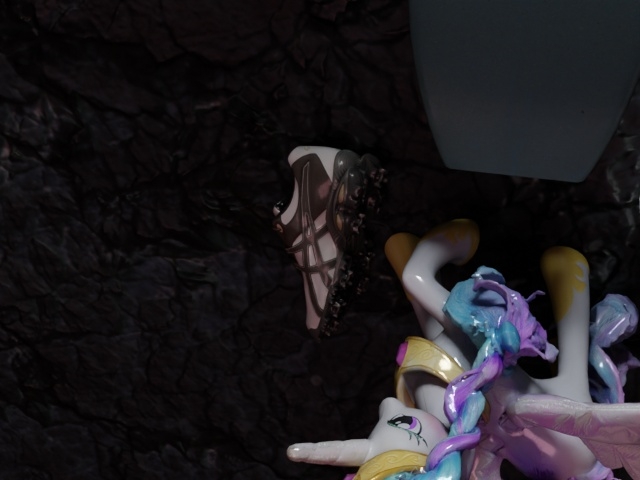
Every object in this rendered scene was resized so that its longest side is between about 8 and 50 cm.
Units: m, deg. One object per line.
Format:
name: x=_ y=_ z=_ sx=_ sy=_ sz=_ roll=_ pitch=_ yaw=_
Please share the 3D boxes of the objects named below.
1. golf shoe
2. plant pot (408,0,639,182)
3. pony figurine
golf shoe: x=0.000 y=0.000 z=0.858 sx=0.094 sy=0.077 sz=0.198 roll=22 pitch=122 yaw=20
plant pot: x=0.150 y=-0.167 z=0.649 sx=0.166 sy=0.165 sz=0.234 roll=7 pitch=129 yaw=13
pony figurine: x=0.164 y=0.150 z=0.715 sx=0.351 sy=0.363 sz=0.302 roll=32 pitch=124 yaw=-4
